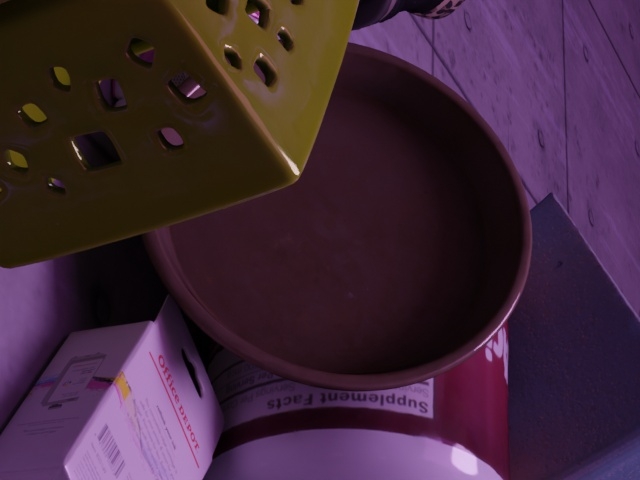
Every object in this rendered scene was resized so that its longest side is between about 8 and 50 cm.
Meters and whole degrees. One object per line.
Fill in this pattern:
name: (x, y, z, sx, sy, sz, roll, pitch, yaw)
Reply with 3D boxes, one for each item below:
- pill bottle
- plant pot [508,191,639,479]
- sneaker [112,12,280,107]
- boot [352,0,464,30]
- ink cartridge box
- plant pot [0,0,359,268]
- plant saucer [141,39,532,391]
pill bottle: (0.027, 0.115, 1.364, 0.224, 0.224, 0.392, 51, 35, -50)
plant pot: (0.180, 0.166, 1.544, 0.247, 0.252, 0.248, 49, 10, -50)
sneaker: (-0.084, -0.141, 1.363, 0.103, 0.111, 0.252, 14, 68, -66)
boot: (0.059, -0.383, 1.783, 0.284, 0.138, 0.377, -9, 92, -67)
ink cartridge box: (-0.133, 0.132, 1.185, 0.198, 0.067, 0.115, -61, 137, -56)
plant pot: (-0.130, -0.148, 1.121, 0.207, 0.227, 0.228, 55, 32, -33)
plant saucer: (0.008, -0.017, 1.281, 0.041, 0.278, 0.278, 115, -17, -56)
